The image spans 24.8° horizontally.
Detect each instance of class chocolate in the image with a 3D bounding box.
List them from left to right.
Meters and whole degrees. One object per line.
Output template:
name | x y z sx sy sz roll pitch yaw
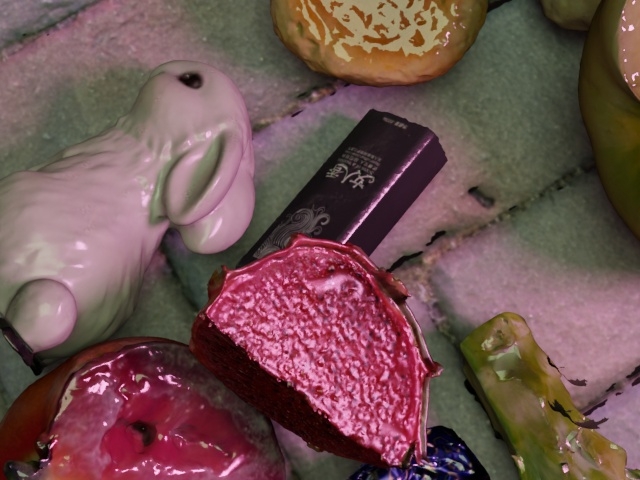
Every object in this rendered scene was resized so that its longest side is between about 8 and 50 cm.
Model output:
chocolate | 0.007 0.269 1.383 0.343 0.148 0.126 -13 65 -27

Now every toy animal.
toy animal | -0.202 -0.033 1.465 0.357 0.194 0.258 -41 41 -12

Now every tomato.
tomato | -0.203 0.258 1.415 0.289 0.176 0.335 31 75 -29

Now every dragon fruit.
dragon fruit | 0.001 0.093 1.368 0.274 0.126 0.161 39 68 -18

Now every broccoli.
broccoli | 0.280 0.231 1.431 0.252 0.221 0.362 -21 74 27

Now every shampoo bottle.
shampoo bottle | 0.000 0.000 1.487 0.098 0.071 0.309 26 68 35

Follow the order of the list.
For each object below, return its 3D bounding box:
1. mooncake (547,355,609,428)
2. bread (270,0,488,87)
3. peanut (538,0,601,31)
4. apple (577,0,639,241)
mooncake | 0.115 0.106 1.433 0.150 0.346 0.057 -1 105 -39
bread | 0.060 -0.278 1.536 0.244 0.134 0.245 0 92 5
peanut | 0.373 -0.327 1.553 0.313 0.152 0.152 -22 80 -7
apple | 0.443 -0.157 1.438 0.360 0.320 0.312 -22 67 -15
